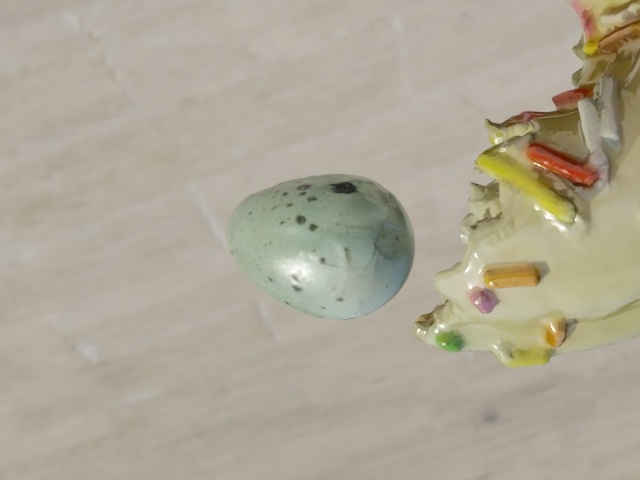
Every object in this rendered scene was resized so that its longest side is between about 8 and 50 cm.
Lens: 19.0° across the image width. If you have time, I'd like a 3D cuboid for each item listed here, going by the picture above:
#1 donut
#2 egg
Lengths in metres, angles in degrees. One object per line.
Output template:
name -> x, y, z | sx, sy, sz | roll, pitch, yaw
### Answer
donut -> 0.131, -0.136, 1.037 | 0.307, 0.371, 0.150 | -24, 170, -5
egg -> 0.000, 0.000, 1.649 | 0.164, 0.131, 0.131 | 14, 159, 0
